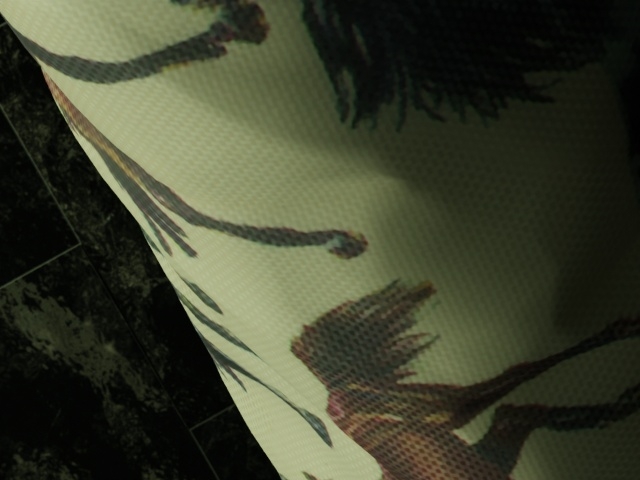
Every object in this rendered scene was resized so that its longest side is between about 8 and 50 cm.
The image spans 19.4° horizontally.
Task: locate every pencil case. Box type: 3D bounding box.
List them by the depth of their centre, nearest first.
[{"bbox_3d":[0.035,-0.006,0.439,0.183,0.160,0.410,31,156,48],"label":"pencil case"}]
